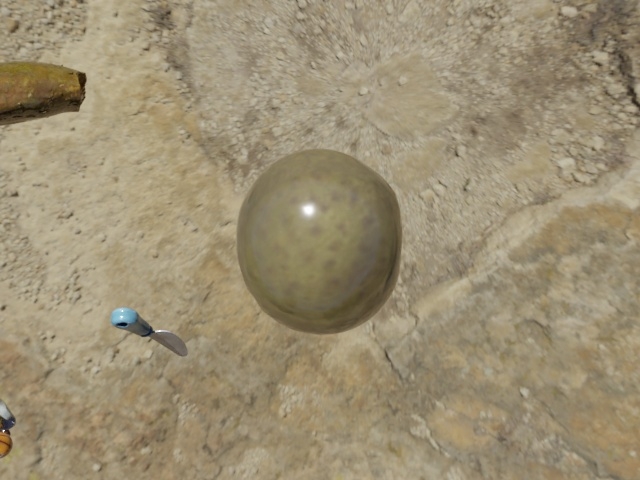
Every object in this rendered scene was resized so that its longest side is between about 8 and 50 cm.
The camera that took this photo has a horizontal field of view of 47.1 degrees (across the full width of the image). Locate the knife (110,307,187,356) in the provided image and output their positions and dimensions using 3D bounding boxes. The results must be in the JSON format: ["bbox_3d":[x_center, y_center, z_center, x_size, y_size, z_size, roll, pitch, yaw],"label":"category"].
[{"bbox_3d":[-0.321,0.187,1.446,0.058,0.244,0.032,-20,56,18],"label":"knife"}]

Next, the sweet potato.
[{"bbox_3d":[-0.367,-0.162,0.818,0.077,0.244,0.077,19,118,41],"label":"sweet potato"}]

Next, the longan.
[{"bbox_3d":[0.000,0.000,1.412,0.361,0.361,0.360,1,101,4],"label":"longan"}]

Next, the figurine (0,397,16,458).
[{"bbox_3d":[-0.721,0.417,1.535,0.176,0.236,0.133,-28,125,-1],"label":"figurine"}]
